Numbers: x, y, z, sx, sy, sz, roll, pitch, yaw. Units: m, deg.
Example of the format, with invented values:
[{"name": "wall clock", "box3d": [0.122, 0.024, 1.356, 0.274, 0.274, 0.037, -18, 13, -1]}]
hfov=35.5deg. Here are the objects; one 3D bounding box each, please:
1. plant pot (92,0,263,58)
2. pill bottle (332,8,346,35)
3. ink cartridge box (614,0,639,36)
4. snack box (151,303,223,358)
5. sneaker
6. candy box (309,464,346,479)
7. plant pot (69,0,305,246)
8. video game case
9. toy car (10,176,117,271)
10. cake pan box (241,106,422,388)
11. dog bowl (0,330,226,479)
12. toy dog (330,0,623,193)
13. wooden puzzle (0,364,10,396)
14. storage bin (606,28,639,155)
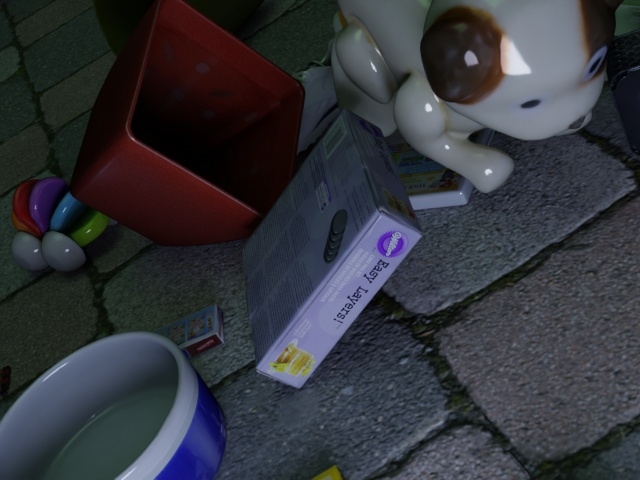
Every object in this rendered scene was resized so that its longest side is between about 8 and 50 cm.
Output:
[{"name": "plant pot", "box3d": [-0.256, -0.488, 1.995, 0.293, 0.275, 0.274, -33, 30, -32]}, {"name": "pill bottle", "box3d": [0.165, -0.360, 1.478, 0.278, 0.162, 0.162, -39, 28, 24]}, {"name": "ink cartridge box", "box3d": [0.391, -0.375, 1.429, 0.171, 0.056, 0.235, 8, 44, 10]}, {"name": "snack box", "box3d": [-0.208, 0.141, 1.295, 0.178, 0.022, 0.064, -24, 32, 10]}, {"name": "sneaker", "box3d": [-0.028, -0.215, 1.568, 0.090, 0.095, 0.235, 16, 56, 47]}, {"name": "candy box", "box3d": [-0.054, 0.303, 0.949, 0.205, 0.027, 0.105, -31, 29, -1]}, {"name": "plant pot", "box3d": [-0.209, -0.141, 1.440, 0.235, 0.267, 0.267, -27, 44, 40]}, {"name": "video game case", "box3d": [0.121, -0.112, 1.373, 0.226, 0.026, 0.206, -5, 40, 32]}, {"name": "toy car", "box3d": [-0.423, -0.042, 1.606, 0.182, 0.136, 0.159, 0, 43, 39]}, {"name": "cake pan box", "box3d": [0.000, 0.000, 1.180, 0.246, 0.070, 0.267, -52, 26, 21]}, {"name": "dog bowl", "box3d": [-0.242, 0.232, 1.124, 0.264, 0.104, 0.265, -20, 34, 14]}, {"name": "toy dog", "box3d": [0.189, -0.257, 1.163, 0.284, 0.396, 0.408, -22, 27, -10]}, {"name": "wooden puzzle", "box3d": [-0.465, 0.205, 1.427, 0.049, 0.006, 0.083, -28, 33, 4]}, {"name": "storage bin", "box3d": [0.426, -0.185, 1.138, 0.180, 0.122, 0.084, -16, 35, 22]}]
